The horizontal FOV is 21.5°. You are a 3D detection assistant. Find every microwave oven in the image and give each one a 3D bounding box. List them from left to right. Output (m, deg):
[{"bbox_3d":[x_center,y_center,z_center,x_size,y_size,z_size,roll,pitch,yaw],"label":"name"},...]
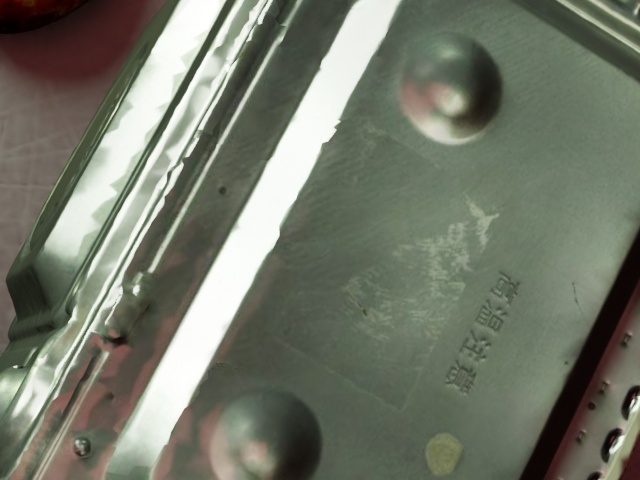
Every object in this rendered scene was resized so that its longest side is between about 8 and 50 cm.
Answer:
[{"bbox_3d":[0.000,0.000,0.778,0.247,0.333,0.394,30,77,-10],"label":"microwave oven"}]

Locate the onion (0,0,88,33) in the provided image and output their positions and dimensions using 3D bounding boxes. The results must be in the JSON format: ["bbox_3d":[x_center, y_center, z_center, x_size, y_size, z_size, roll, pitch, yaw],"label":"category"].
[{"bbox_3d":[-0.166,-0.162,0.887,0.117,0.118,0.118,2,93,14],"label":"onion"}]
